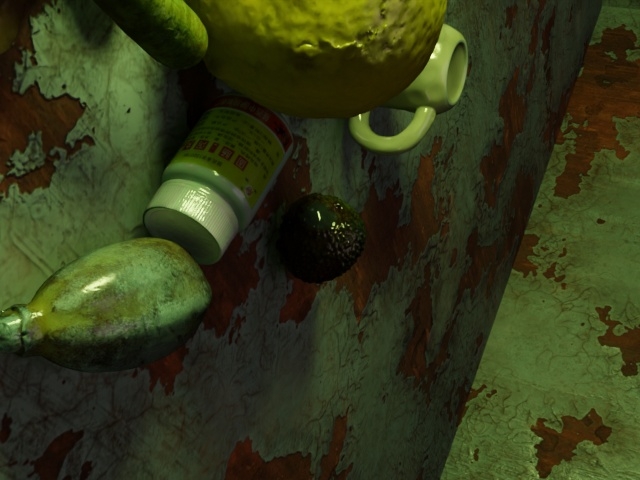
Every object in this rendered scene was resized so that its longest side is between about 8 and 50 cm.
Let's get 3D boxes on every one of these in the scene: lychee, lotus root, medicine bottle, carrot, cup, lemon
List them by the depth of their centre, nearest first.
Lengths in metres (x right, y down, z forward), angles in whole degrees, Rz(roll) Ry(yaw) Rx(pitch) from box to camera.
[{"bbox_3d":[-0.218,-0.280,0.947,0.358,0.074,0.074,42,63,-63],"label":"carrot"},{"bbox_3d":[-0.255,0.087,1.128,0.322,0.140,0.158,-18,118,-60],"label":"lotus root"},{"bbox_3d":[-0.005,-0.327,1.222,0.387,0.350,0.349,-12,113,-79],"label":"lemon"},{"bbox_3d":[-0.140,-0.089,1.288,0.225,0.139,0.139,-62,152,-31],"label":"medicine bottle"},{"bbox_3d":[0.000,0.000,1.637,0.171,0.171,0.171,-41,137,-53],"label":"lychee"},{"bbox_3d":[0.150,-0.303,1.740,0.255,0.202,0.173,-62,152,-30],"label":"cup"}]

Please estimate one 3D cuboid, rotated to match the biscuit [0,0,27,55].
[{"bbox_3d":[-0.288,-0.379,0.909,0.394,0.076,0.368,-53,150,-39],"label":"biscuit"}]
